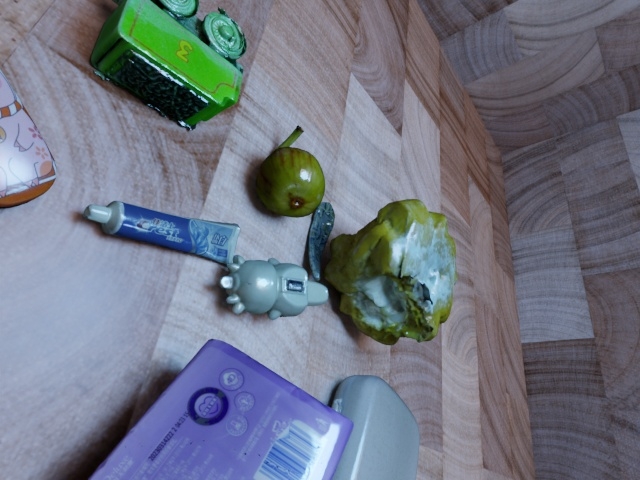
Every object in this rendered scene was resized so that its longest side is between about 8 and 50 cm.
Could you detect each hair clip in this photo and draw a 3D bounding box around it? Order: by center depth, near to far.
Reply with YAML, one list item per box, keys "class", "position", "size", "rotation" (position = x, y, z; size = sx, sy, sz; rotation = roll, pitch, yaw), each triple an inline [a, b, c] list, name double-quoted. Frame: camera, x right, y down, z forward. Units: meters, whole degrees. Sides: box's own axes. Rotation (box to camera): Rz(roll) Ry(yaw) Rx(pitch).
- class: "hair clip"
  position: [-0.002, 0.000, 0.969]
  size: [0.066, 0.036, 0.229]
  rotation: [50, 36, -36]

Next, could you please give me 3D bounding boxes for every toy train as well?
- class: "toy train"
  position: [-0.237, -0.312, 0.698]
  size: [0.243, 0.132, 0.188]
  rotation: [26, 62, -43]

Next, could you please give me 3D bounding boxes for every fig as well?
- class: "fig"
  position: [-0.071, -0.138, 0.863]
  size: [0.142, 0.148, 0.186]
  rotation: [-3, 41, -40]

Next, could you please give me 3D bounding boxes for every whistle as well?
- class: "whistle"
  position: [-0.079, 0.088, 0.777]
  size: [0.253, 0.105, 0.102]
  rotation: [12, 98, -44]

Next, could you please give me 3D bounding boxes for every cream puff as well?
- class: "cream puff"
  position: [0.162, 0.054, 0.963]
  size: [0.274, 0.269, 0.323]
  rotation: [-44, 124, -31]

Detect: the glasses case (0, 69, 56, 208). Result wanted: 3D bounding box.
- class: "glasses case"
  position: [-0.403, -0.161, 0.464]
  size: [0.267, 0.067, 0.103]
  rotation: [63, 35, -16]

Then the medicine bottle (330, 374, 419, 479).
- class: "medicine bottle"
  position: [0.088, 0.477, 0.835]
  size: [0.282, 0.123, 0.375]
  rotation: [55, 39, -28]

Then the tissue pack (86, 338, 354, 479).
- class: "tissue pack"
  position: [-0.139, 0.322, 0.495]
  size: [0.242, 0.160, 0.338]
  rotation: [29, 41, 9]

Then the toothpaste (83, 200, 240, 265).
- class: "toothpaste"
  position: [-0.232, -0.014, 0.662]
  size: [0.268, 0.047, 0.069]
  rotation: [18, 51, -53]
